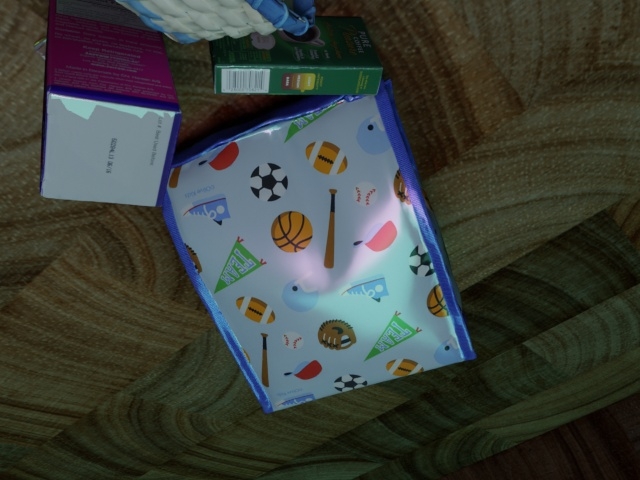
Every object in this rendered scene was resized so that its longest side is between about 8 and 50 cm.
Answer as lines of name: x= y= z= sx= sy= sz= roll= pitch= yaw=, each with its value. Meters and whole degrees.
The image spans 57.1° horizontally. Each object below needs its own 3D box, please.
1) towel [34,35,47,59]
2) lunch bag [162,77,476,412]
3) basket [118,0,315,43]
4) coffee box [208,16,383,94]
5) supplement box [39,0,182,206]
towel: x=-0.276 y=-0.209 z=0.676 sx=0.060 sy=0.009 sz=0.083 roll=-29 pitch=138 yaw=18
lunch bag: x=0.000 y=0.000 z=0.814 sx=0.327 sy=0.239 sz=0.385 roll=-20 pitch=117 yaw=11
basket: x=-0.056 y=-0.283 z=0.460 sx=0.289 sy=0.201 sz=0.255 roll=-7 pitch=175 yaw=19
coffee box: x=-0.031 y=-0.209 z=0.662 sx=0.184 sy=0.113 sz=0.040 roll=-4 pitch=138 yaw=-13
supplement box: x=-0.215 y=-0.149 z=0.587 sx=0.114 sy=0.220 sz=0.111 roll=4 pitch=131 yaw=-25
